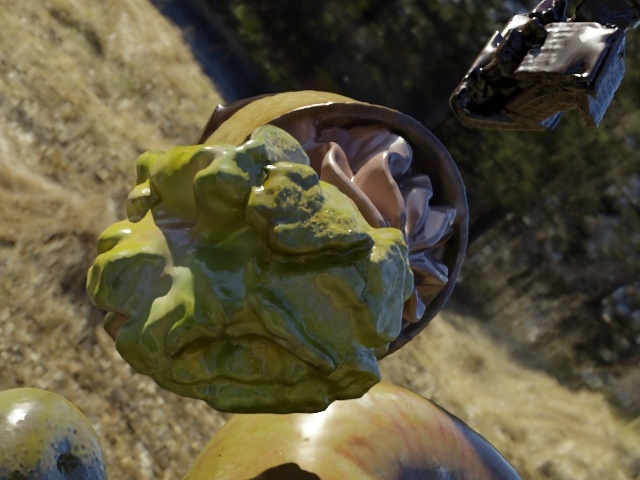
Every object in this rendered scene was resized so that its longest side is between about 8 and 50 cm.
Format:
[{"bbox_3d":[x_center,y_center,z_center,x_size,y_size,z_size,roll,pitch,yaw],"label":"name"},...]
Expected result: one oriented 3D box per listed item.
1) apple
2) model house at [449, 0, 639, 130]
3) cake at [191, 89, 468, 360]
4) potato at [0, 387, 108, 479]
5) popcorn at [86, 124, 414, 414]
[{"bbox_3d":[0.018,0.206,0.678,0.261,0.194,0.260,23,49,-29],"label":"apple"},{"bbox_3d":[0.251,-0.203,1.312,0.141,0.164,0.203,32,59,-4],"label":"model house"},{"bbox_3d":[0.000,0.000,0.830,0.208,0.185,0.178,1,12,-9],"label":"cake"},{"bbox_3d":[-0.246,0.190,0.928,0.157,0.194,0.157,21,63,-51],"label":"potato"},{"bbox_3d":[-0.030,0.016,0.572,0.126,0.145,0.126,21,77,-51],"label":"popcorn"}]
